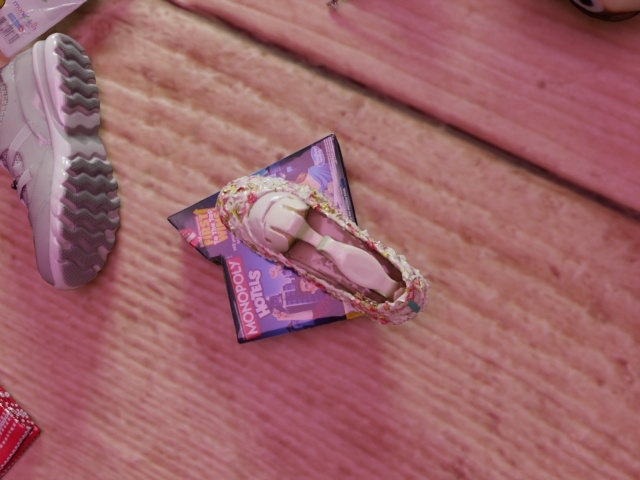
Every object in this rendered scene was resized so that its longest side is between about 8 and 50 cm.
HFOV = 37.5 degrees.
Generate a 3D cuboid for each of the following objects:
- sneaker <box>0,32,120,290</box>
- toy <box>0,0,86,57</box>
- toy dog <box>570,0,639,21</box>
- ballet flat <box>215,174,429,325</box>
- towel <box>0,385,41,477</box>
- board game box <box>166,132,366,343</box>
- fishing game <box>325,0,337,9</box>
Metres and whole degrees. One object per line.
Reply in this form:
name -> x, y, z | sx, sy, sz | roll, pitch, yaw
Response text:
sneaker -> -0.297, -0.078, 1.034 | 0.115, 0.105, 0.281 | -14, 74, 21
toy -> -0.305, -0.328, 1.061 | 0.237, 0.056, 0.137 | -43, 111, -18
toy dog -> 0.281, -0.424, 0.945 | 0.395, 0.284, 0.408 | 2, 78, -27
ballet flat -> 0.000, 0.000, 0.922 | 0.241, 0.077, 0.091 | 28, 86, 10
towel -> -0.465, 0.186, 1.034 | 0.275, 0.031, 0.199 | 42, 89, 11
board game box -> -0.055, 0.006, 0.997 | 0.194, 0.060, 0.194 | -13, 80, 5
fishing game -> 0.030, -0.408, 1.034 | 0.189, 0.041, 0.264 | -30, 77, 36
